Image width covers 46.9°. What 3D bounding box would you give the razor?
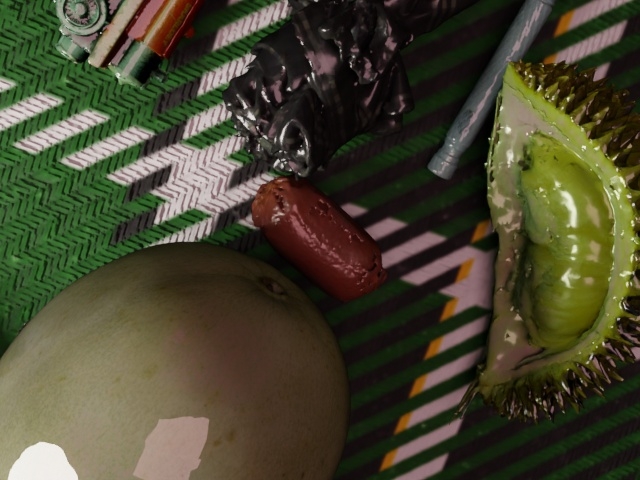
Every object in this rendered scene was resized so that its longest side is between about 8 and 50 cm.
[{"bbox_3d":[0.166,-0.159,0.658,0.068,0.106,0.232,26,108,-10],"label":"razor"}]

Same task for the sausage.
[{"bbox_3d":[0.000,0.000,0.662,0.141,0.076,0.076,41,93,-15],"label":"sausage"}]

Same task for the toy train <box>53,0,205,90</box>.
[{"bbox_3d":[-0.137,-0.207,0.609,0.118,0.074,0.176,33,93,-15],"label":"toy train"}]

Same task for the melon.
[{"bbox_3d":[-0.132,0.158,0.580,0.268,0.268,0.330,33,107,-12],"label":"melon"}]

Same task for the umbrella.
[{"bbox_3d":[0.065,-0.188,0.620,0.128,0.154,0.336,39,73,18],"label":"umbrella"}]

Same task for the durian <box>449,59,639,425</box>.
[{"bbox_3d":[0.227,0.013,0.673,0.169,0.158,0.352,10,113,24],"label":"durian"}]
